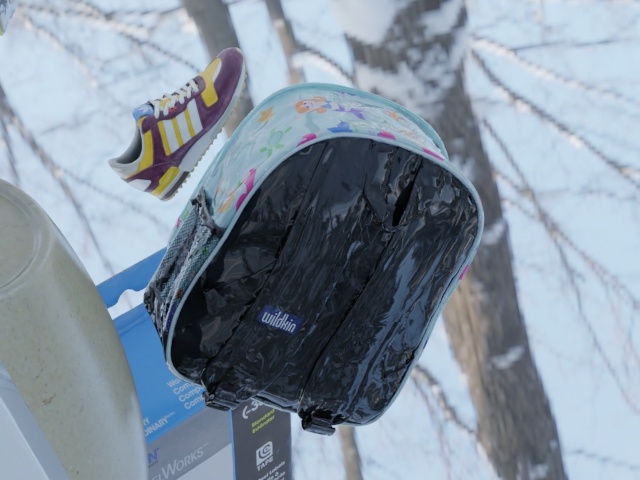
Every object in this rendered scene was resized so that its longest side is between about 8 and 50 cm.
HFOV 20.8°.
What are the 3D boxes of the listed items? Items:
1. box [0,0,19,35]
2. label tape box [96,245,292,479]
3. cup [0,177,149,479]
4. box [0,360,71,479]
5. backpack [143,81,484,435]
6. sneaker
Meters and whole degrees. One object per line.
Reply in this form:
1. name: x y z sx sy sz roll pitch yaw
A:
1. box: -0.188 -0.203 0.781 0.058 0.232 0.087 2 -128 16
2. label tape box: -0.149 0.180 1.690 0.241 0.333 0.106 -31 -131 -31
3. cup: -0.277 0.089 1.224 0.331 0.237 0.331 6 -143 -5
4. box: -0.116 0.056 0.394 0.102 0.101 0.087 -32 -93 -9
5. backpack: 0.000 0.000 1.406 0.225 0.253 0.191 19 -152 -24
6. sneaker: -0.151 -0.133 1.851 0.185 0.084 0.069 -58 -157 8
